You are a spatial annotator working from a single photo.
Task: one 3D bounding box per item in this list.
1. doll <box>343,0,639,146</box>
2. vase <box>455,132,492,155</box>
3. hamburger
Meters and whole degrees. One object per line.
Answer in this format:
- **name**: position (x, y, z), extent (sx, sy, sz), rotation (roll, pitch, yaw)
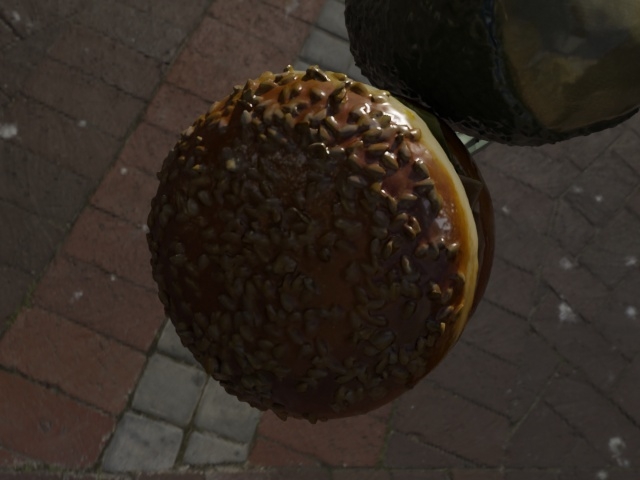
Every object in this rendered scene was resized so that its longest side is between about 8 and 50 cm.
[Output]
- **doll**: position (0.149, -0.215, 0.756), extent (0.248, 0.350, 0.247), rotation (-5, 103, -24)
- **vase**: position (0.260, -0.217, 1.551), extent (0.165, 0.165, 0.360), rotation (40, 39, 5)
- **hamburger**: position (0.000, 0.000, 0.668), extent (0.291, 0.291, 0.225), rotation (47, 22, 10)
